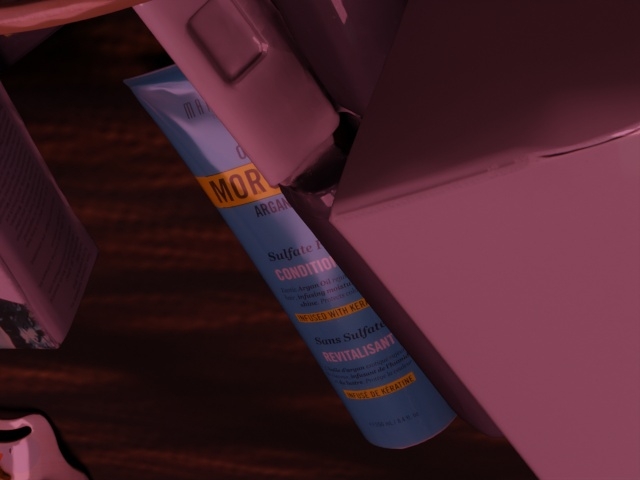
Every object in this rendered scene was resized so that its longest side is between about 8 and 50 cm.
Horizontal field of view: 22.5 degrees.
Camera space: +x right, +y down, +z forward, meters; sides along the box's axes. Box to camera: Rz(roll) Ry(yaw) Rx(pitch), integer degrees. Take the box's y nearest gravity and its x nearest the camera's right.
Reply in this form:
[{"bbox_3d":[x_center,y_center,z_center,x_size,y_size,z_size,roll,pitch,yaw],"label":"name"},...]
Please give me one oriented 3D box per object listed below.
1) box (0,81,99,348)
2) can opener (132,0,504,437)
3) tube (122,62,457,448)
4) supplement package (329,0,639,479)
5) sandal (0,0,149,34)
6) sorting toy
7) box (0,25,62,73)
[{"bbox_3d":[-0.270,-0.050,0.585,0.322,0.058,0.232,0,138,22],"label":"box"},{"bbox_3d":[0.027,-0.022,0.615,0.093,0.074,0.280,35,165,51],"label":"can opener"},{"bbox_3d":[0.000,0.000,0.690,0.080,0.052,0.207,-20,121,16],"label":"tube"},{"bbox_3d":[0.169,0.011,0.540,0.177,0.175,0.293,-15,128,34],"label":"supplement package"},{"bbox_3d":[-0.027,-0.113,0.438,0.240,0.088,0.079,-5,118,12],"label":"sandal"},{"bbox_3d":[-0.173,0.124,0.887,0.083,0.045,0.075,6,117,13],"label":"sorting toy"},{"bbox_3d":[-0.185,-0.195,0.507,0.395,0.097,0.318,-27,127,38],"label":"box"}]
